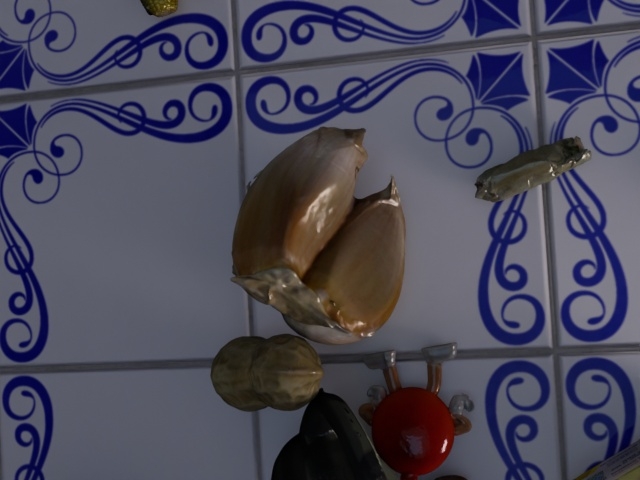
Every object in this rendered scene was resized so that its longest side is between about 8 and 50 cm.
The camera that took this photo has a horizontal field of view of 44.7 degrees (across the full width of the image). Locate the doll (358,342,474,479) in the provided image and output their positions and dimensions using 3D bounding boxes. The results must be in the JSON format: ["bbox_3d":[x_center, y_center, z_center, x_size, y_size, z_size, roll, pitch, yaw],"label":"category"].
[{"bbox_3d":[0.153,0.278,1.240,0.183,0.085,0.217,-8,70,11],"label":"doll"}]

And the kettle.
[{"bbox_3d":[0.033,0.384,1.137,0.228,0.324,0.321,-11,125,-18],"label":"kettle"}]

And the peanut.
[{"bbox_3d":[-0.086,0.202,1.195,0.136,0.298,0.120,-3,81,-29],"label":"peanut"}]

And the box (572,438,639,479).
[{"bbox_3d":[0.522,0.376,1.148,0.265,0.097,0.168,-33,82,10],"label":"box"}]

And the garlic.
[{"bbox_3d":[0.000,0.000,1.197,0.286,0.249,0.313,19,57,6],"label":"garlic"}]

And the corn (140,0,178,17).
[{"bbox_3d":[-0.305,-0.484,1.357,0.072,0.072,0.203,-24,85,11],"label":"corn"}]

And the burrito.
[{"bbox_3d":[0.329,-0.111,1.225,0.188,0.045,0.058,-24,77,13],"label":"burrito"}]

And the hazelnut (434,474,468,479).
[{"bbox_3d":[0.205,0.411,1.231,0.086,0.086,0.086,0,89,12],"label":"hazelnut"}]
